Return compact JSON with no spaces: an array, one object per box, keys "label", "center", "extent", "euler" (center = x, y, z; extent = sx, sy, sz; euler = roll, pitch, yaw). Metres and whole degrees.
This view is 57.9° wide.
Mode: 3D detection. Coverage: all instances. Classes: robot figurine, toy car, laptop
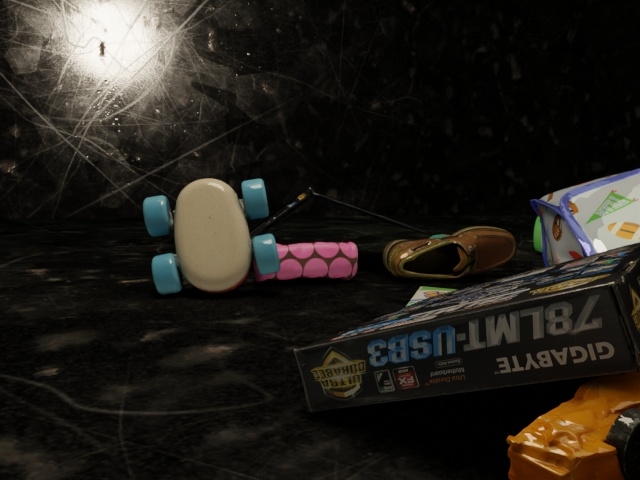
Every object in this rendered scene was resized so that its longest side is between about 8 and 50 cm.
[{"label":"robot figurine","center":[0.275,0.134,0.391],"extent":[0.291,0.085,0.211],"euler":[-10,13,-32]},{"label":"toy car","center":[-0.199,0.010,1.122],"extent":[0.219,0.210,0.238],"euler":[-11,-13,-6]},{"label":"laptop","center":[0.000,0.000,1.420],"extent":[0.408,0.236,0.382],"euler":[-36,2,2]}]

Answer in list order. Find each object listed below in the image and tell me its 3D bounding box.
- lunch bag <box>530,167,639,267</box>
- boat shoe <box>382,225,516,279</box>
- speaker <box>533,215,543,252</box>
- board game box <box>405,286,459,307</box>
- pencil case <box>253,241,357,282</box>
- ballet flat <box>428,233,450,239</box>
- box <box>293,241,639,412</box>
[{"label":"lunch bag","center":[0.560,-0.012,0.958],"extent":[0.327,0.239,0.385],"euler":[-15,7,12]},{"label":"boat shoe","center":[0.294,0.040,1.246],"extent":[0.307,0.111,0.104],"euler":[-10,13,-10]},{"label":"speaker","center":[0.767,-0.010,1.632],"extent":[0.296,0.131,0.131],"euler":[6,8,32]},{"label":"board game box","center":[0.202,0.110,0.899],"extent":[0.124,0.039,0.259],"euler":[4,5,17]},{"label":"pencil case","center":[-0.032,0.042,1.185],"extent":[0.209,0.095,0.098],"euler":[2,-21,-15]},{"label":"ballet flat","center":[0.365,0.030,1.523],"extent":[0.067,0.073,0.206],"euler":[29,-5,-30]},{"label":"box","center":[0.175,0.081,0.579],"extent":[0.295,0.073,0.293],"euler":[-20,-5,34]}]
